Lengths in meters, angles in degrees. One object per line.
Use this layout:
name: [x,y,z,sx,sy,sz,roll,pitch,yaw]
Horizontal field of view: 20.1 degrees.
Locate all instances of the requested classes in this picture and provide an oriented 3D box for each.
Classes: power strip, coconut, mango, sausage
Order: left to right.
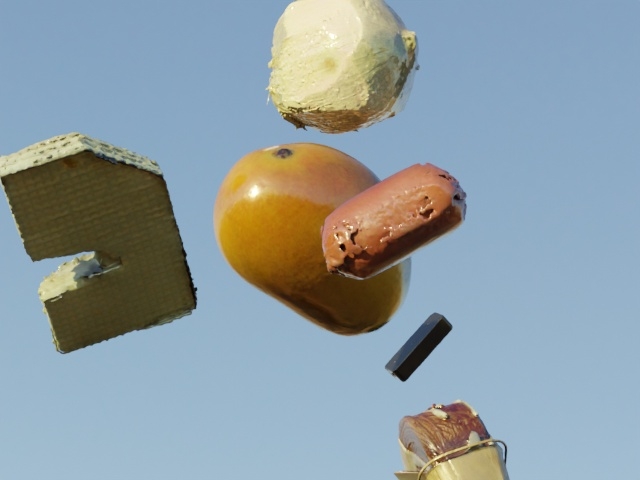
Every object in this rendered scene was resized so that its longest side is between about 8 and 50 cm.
mango: [0.002,-0.007,1.952,0.254,0.139,0.175,33,-76,-31]
coconut: [0.036,-0.229,2.288,0.194,0.194,0.194,8,-24,4]
sausage: [0.062,-0.017,1.578,0.141,0.076,0.076,-31,-26,-5]
power strip: [0.140,0.152,2.565,0.029,0.111,0.038,46,-9,-20]

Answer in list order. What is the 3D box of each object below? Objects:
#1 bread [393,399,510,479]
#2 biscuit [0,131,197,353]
bread: [0.176,0.322,2.409,0.142,0.212,0.224,-19,-37,-12]
biscuit: [-0.204,-0.003,1.661,0.147,0.046,0.250,-20,-43,-8]
